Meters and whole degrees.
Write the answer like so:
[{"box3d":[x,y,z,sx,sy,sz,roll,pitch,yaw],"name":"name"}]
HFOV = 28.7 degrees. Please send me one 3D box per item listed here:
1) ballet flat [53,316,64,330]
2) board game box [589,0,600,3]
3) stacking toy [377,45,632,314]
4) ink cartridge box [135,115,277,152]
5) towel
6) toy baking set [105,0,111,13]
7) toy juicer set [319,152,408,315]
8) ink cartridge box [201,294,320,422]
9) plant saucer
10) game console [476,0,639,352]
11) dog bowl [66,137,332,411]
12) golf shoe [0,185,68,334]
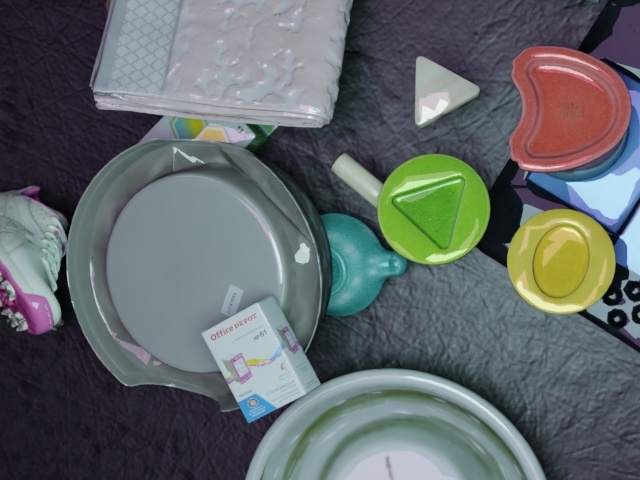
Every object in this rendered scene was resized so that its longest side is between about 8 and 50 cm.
[{"box3d":[-0.444,0.050,1.726,0.221,0.077,0.079,21,78,12],"name":"ballet flat"},{"box3d":[0.297,-0.463,1.519,0.193,0.053,0.305,20,97,11],"name":"board game box"},{"box3d":[0.225,-0.071,1.496,0.279,0.130,0.309,11,82,12],"name":"stacking toy"},{"box3d":[-0.145,-0.141,1.645,0.209,0.062,0.109,-44,82,11],"name":"ink cartridge box"},{"box3d":[-0.113,-0.309,1.579,0.317,0.053,0.332,6,73,13],"name":"towel"},{"box3d":[-0.167,-0.247,1.618,0.256,0.030,0.196,5,68,13],"name":"toy baking set"},{"box3d":[0.000,0.000,1.604,0.329,0.089,0.209,-32,85,23],"name":"toy juicer set"},{"box3d":[-0.070,0.138,1.466,0.088,0.052,0.122,-30,85,23],"name":"ink cartridge box"},{"box3d":[0.100,0.356,1.594,0.400,0.100,0.400,1,93,12],"name":"plant saucer"},{"box3d":[0.415,-0.075,1.520,0.342,0.060,0.386,33,99,9],"name":"game console"},{"box3d":[-0.143,0.037,1.563,0.349,0.102,0.348,4,100,22],"name":"dog bowl"},{"box3d":[-0.379,0.010,1.614,0.140,0.306,0.115,-22,129,-21],"name":"golf shoe"}]
